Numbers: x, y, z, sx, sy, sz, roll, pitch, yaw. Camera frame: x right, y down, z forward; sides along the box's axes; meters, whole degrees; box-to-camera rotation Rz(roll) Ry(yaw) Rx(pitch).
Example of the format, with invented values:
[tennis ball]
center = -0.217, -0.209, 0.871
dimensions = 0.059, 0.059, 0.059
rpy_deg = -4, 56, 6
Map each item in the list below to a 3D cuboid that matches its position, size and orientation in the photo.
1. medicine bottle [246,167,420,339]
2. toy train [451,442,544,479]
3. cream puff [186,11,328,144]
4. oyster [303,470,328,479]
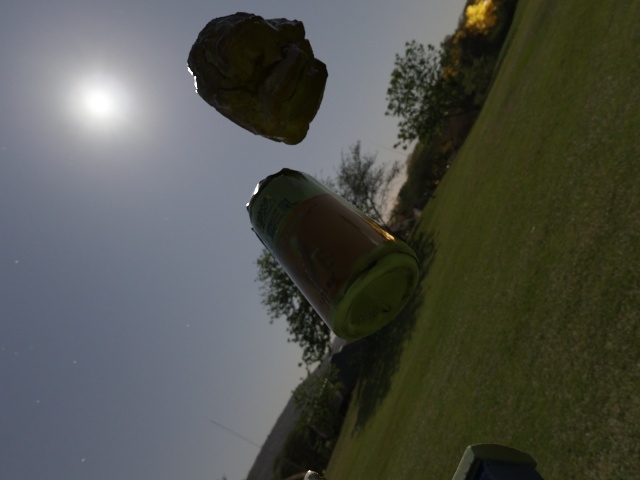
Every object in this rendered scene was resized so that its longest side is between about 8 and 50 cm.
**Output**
[medicine bottle]
center = 0.000, 0.000, 0.513
dimensions = 0.124, 0.239, 0.124
rpy_deg = -22, -48, -26
[toy train]
center = 0.234, 0.438, 0.541
dimensions = 0.202, 0.131, 0.299
rpy_deg = -124, 51, -70
[cream puff]
center = -0.098, -0.274, 0.718
dimensions = 0.196, 0.244, 0.244
rpy_deg = -50, 6, 47
[oyster]
center = 0.025, 0.465, 0.534
dimensions = 0.204, 0.111, 0.395
rpy_deg = 9, -89, -48
